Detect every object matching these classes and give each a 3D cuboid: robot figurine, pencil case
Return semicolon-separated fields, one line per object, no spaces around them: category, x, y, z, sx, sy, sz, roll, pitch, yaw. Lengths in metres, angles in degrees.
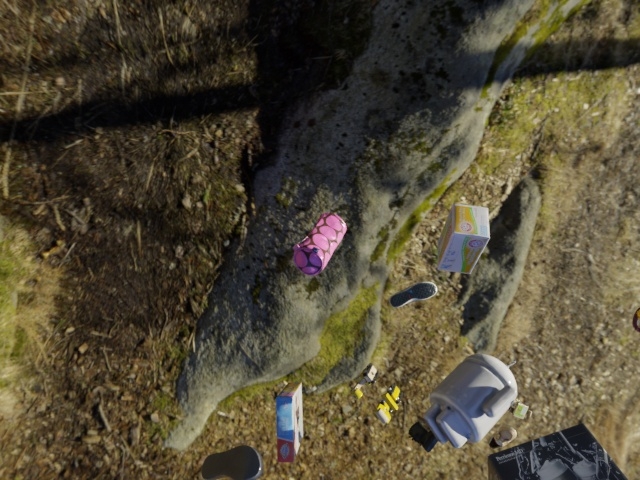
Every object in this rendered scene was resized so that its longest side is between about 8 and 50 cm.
robot figurine;0.504;0.515;1.411;0.353;0.300;0.199;-34;94;-25
pencil case;0.000;0.000;1.176;0.098;0.209;0.095;42;126;-6

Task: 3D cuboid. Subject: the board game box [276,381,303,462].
board game box;-0.124;0.742;1.782;0.064;0.316;0.242;-3;81;4

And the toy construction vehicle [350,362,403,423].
toy construction vehicle;0.093;0.259;0.721;0.035;0.098;0.086;-39;89;26

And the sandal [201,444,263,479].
sandal;-0.259;0.680;1.297;0.054;0.255;0.097;40;45;-35

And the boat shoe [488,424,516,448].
boat shoe;0.711;0.779;1.676;0.059;0.063;0.170;-35;150;-31

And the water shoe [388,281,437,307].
water shoe;0.378;0.218;1.768;0.203;0.080;0.072;-17;86;3

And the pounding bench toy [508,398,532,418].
pounding bench toy;0.761;0.646;1.645;0.083;0.065;0.052;23;91;-15

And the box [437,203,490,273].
box;0.425;-0.001;1.287;0.103;0.114;0.203;8;145;6

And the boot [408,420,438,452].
boot;0.387;0.696;1.557;0.121;0.099;0.045;-48;125;-8

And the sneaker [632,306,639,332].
sneaker;1.002;0.211;1.282;0.084;0.069;0.185;-13;131;-42

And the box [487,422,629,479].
box;0.752;0.796;1.319;0.343;0.312;0.178;-18;124;-2
